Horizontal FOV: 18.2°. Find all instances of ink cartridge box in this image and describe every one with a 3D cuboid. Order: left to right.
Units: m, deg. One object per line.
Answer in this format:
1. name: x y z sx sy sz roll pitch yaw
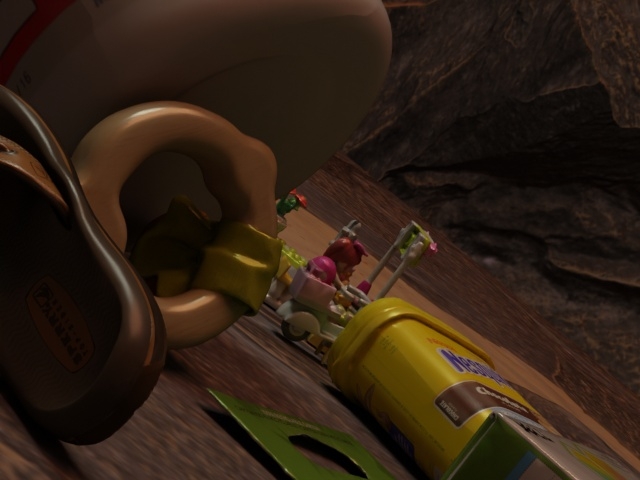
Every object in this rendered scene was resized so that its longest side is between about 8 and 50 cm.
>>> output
1. ink cartridge box: 0.090 0.132 0.996 0.255 0.097 0.189 41 7 27

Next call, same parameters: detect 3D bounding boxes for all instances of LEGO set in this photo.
1. LEGO set: 0.000 0.000 1.451 0.132 0.107 0.287 34 7 -30

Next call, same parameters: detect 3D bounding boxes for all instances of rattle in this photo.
1. rattle: -0.129 -0.014 1.012 0.199 0.130 0.142 -2 18 -36

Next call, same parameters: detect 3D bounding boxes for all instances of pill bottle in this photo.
1. pill bottle: -0.148 -0.213 1.173 0.408 0.229 0.229 58 14 24

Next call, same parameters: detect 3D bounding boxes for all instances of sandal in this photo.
1. sandal: -0.139 -0.002 0.800 0.060 0.090 0.219 26 19 -47

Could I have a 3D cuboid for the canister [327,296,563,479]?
1. canister: 0.095 0.120 1.246 0.126 0.073 0.170 31 10 -43
